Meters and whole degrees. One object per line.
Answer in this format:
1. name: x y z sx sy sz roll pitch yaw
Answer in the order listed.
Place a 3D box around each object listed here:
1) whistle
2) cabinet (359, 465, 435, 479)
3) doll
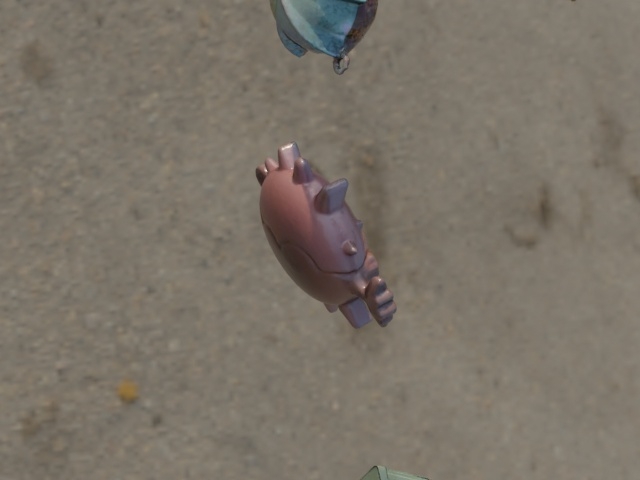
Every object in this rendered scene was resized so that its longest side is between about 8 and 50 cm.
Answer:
1. whistle: -0.013 -0.368 2.045 0.134 0.142 0.346 -8 70 -17
2. cabinet: 0.114 0.349 1.656 0.206 0.145 0.150 18 40 -30
3. doll: 0.000 0.000 1.782 0.093 0.262 0.211 -28 137 -21
